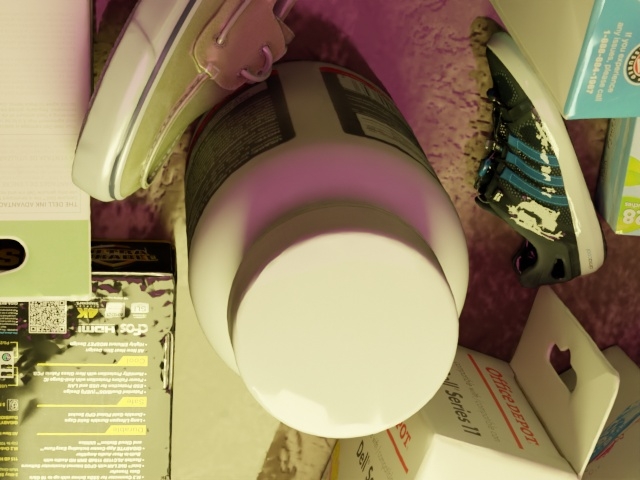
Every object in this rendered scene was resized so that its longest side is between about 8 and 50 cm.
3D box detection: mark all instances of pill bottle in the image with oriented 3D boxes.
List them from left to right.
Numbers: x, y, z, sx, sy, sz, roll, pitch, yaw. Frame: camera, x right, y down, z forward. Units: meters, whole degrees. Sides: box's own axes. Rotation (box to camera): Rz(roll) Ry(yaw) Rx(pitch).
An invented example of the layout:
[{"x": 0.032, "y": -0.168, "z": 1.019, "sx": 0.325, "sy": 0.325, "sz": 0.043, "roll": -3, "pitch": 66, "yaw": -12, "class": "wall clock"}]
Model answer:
[{"x": 0.000, "y": 0.000, "z": 1.017, "sx": 0.176, "sy": 0.318, "sz": 0.176, "roll": -2, "pitch": 110, "yaw": -5, "class": "pill bottle"}]

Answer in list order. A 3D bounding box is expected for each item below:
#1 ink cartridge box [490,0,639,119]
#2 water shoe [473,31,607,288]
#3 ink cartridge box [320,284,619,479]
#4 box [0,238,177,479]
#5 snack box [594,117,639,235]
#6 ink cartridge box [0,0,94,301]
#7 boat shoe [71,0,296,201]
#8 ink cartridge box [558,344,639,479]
[{"x": 0.268, "y": -0.211, "z": 0.994, "sx": 0.270, "sy": 0.197, "sz": 0.198, "roll": -2, "pitch": 129, "yaw": -16, "class": "ink cartridge box"}, {"x": 0.149, "y": -0.053, "z": 1.148, "sx": 0.080, "sy": 0.073, "sz": 0.203, "roll": -23, "pitch": 110, "yaw": 4, "class": "water shoe"}, {"x": 0.078, "y": 0.203, "z": 1.157, "sx": 0.119, "sy": 0.207, "sz": 0.353, "roll": 18, "pitch": 105, "yaw": -14, "class": "ink cartridge box"}, {"x": -0.270, "y": 0.127, "z": 1.160, "sx": 0.322, "sy": 0.079, "sz": 0.257, "roll": 1, "pitch": 111, "yaw": -7, "class": "box"}, {"x": 0.324, "y": -0.087, "z": 1.158, "sx": 0.207, "sy": 0.070, "sz": 0.174, "roll": 5, "pitch": 109, "yaw": -7, "class": "snack box"}, {"x": -0.244, "y": -0.077, "z": 1.084, "sx": 0.171, "sy": 0.056, "sz": 0.235, "roll": -1, "pitch": 101, "yaw": -7, "class": "ink cartridge box"}, {"x": -0.063, "y": -0.152, "z": 1.040, "sx": 0.094, "sy": 0.109, "sz": 0.302, "roll": 29, "pitch": 90, "yaw": 3, "class": "boat shoe"}, {"x": 0.261, "y": 0.226, "z": 1.151, "sx": 0.117, "sy": 0.278, "sz": 0.201, "roll": -32, "pitch": 110, "yaw": 2, "class": "ink cartridge box"}]
